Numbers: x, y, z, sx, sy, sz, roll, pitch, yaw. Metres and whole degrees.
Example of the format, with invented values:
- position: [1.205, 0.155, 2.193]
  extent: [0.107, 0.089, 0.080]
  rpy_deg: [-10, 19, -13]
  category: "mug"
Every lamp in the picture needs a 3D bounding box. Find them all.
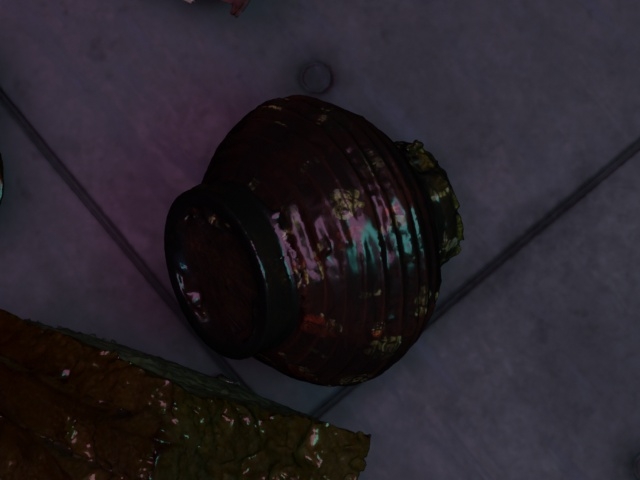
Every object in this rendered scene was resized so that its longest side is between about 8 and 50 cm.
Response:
- position: [0.000, 0.000, 1.441]
  extent: [0.247, 0.247, 0.247]
  rpy_deg: [0, 87, 1]
  category: "lamp"

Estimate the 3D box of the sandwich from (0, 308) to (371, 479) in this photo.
- position: [-0.124, 0.162, 1.400]
  extent: [0.262, 0.325, 0.131]
  rpy_deg: [16, 86, 37]
  category: "sandwich"

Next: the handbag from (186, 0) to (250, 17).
- position: [-0.076, -0.291, 1.480]
  extent: [0.116, 0.179, 0.205]
  rpy_deg: [27, 93, -6]
  category: "handbag"

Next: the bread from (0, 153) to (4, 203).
- position: [-0.386, -0.065, 1.488]
  extent: [0.247, 0.135, 0.232]
  rpy_deg: [-8, 87, 0]
  category: "bread"
